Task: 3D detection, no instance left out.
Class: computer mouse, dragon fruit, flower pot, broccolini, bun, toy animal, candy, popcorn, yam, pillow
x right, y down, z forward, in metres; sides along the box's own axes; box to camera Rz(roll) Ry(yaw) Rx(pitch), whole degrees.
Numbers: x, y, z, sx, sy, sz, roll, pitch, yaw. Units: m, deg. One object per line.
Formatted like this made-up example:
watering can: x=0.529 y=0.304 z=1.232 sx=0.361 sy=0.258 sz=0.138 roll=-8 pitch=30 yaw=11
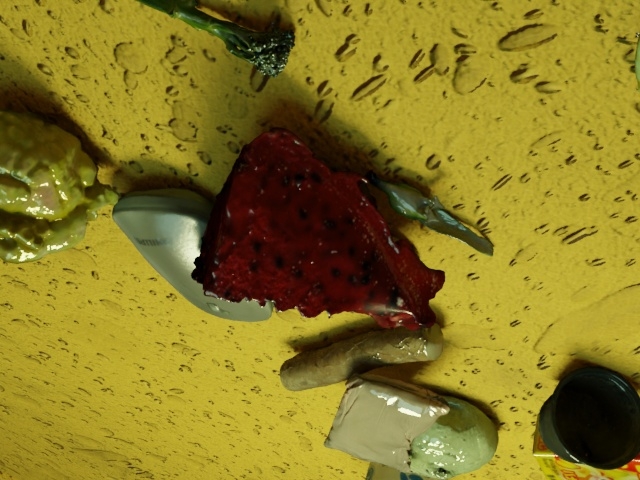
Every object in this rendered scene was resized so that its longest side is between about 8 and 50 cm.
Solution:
computer mouse: x=-0.200 y=0.036 z=1.431 sx=0.197 sy=0.095 sz=0.331 roll=0 pitch=141 yaw=34
dragon fruit: x=0.002 y=-0.010 z=1.245 sx=0.329 sy=0.228 sz=0.286 roll=12 pitch=178 yaw=-11
flower pot: x=0.417 y=0.285 z=1.413 sx=0.157 sy=0.157 sz=0.107 roll=21 pitch=159 yaw=-1
broccolini: x=-0.136 y=-0.248 z=1.031 sx=0.216 sy=0.058 sz=0.067 roll=23 pitch=149 yaw=-2
bun: x=0.216 y=0.370 z=1.656 sx=0.221 sy=0.108 sz=0.221 roll=15 pitch=145 yaw=11
toy animal: x=0.154 y=-0.031 z=1.185 sx=0.217 sy=0.041 sz=0.075 roll=29 pitch=176 yaw=-13
candy: x=0.512 y=0.366 z=1.519 sx=0.276 sy=0.088 sz=0.146 roll=-3 pitch=138 yaw=29
popcorn: x=-0.441 y=-0.074 z=1.308 sx=0.259 sy=0.212 sz=0.259 roll=20 pitch=146 yaw=14
yam: x=0.068 y=0.198 z=1.528 sx=0.081 sy=0.081 sz=0.356 roll=41 pitch=141 yaw=-27
pillow: x=0.107 y=0.318 z=1.544 sx=0.173 sy=0.067 sz=0.270 roll=20 pitch=140 yaw=5

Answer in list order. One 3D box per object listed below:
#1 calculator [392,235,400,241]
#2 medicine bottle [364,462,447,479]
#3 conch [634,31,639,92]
calculator: x=0.053 y=0.052 z=1.371 sx=0.146 sy=0.032 sz=0.235 roll=33 pitch=142 yaw=-18
medicine bottle: x=0.151 y=0.579 z=1.817 sx=0.170 sy=0.293 sz=0.170 roll=13 pitch=146 yaw=9
conch: x=0.344 y=-0.188 z=0.858 sx=0.105 sy=0.079 sz=0.170 roll=34 pitch=153 yaw=7
